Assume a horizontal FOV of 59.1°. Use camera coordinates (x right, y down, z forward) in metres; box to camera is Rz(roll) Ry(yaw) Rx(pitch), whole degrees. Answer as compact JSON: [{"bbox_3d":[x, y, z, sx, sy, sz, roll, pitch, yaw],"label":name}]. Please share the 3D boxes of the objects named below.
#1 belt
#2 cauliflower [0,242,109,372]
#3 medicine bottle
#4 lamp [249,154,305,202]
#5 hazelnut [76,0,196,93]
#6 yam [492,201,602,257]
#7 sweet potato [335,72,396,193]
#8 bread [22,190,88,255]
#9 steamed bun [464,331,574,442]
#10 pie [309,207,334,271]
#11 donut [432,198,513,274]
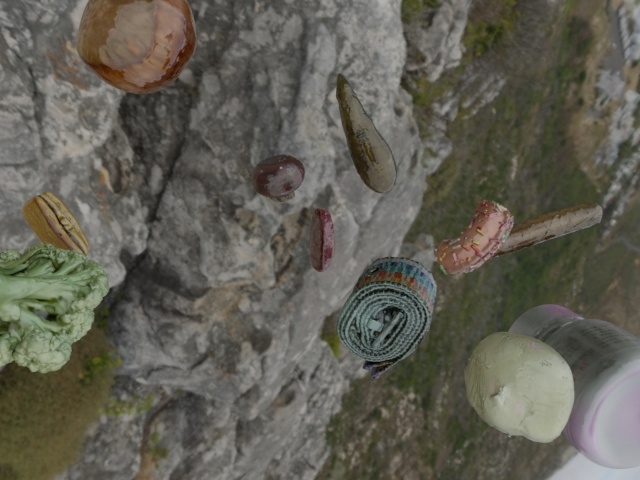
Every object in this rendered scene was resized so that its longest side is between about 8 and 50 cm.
[{"bbox_3d":[0.153,0.187,1.389,0.295,0.206,0.160,-52,-176,34],"label":"belt"},{"bbox_3d":[-0.560,0.133,1.036,0.327,0.260,0.281,-33,-178,1],"label":"cauliflower"},{"bbox_3d":[0.562,0.290,1.201,0.256,0.325,0.256,-4,106,-14],"label":"medicine bottle"},{"bbox_3d":[-0.118,-0.175,1.630,0.156,0.157,0.135,-22,111,-9],"label":"lamp"},{"bbox_3d":[-0.314,-0.362,0.995,0.214,0.176,0.214,-28,155,-14],"label":"hazelnut"},{"bbox_3d":[0.403,-0.017,1.054,0.241,0.057,0.057,-17,148,2],"label":"yam"},{"bbox_3d":[0.137,-0.305,1.735,0.130,0.130,0.423,-40,124,-16],"label":"sweet potato"},{"bbox_3d":[-0.645,-0.024,1.389,0.116,0.200,0.077,-28,-171,38],"label":"bread"},{"bbox_3d":[0.226,0.154,0.632,0.130,0.112,0.091,-70,175,-70],"label":"steamed bun"},{"bbox_3d":[0.000,0.000,1.575,0.049,0.182,0.182,0,133,-13],"label":"pie"},{"bbox_3d":[0.278,-0.007,1.006,0.166,0.065,0.117,-50,-169,-6],"label":"donut"}]
